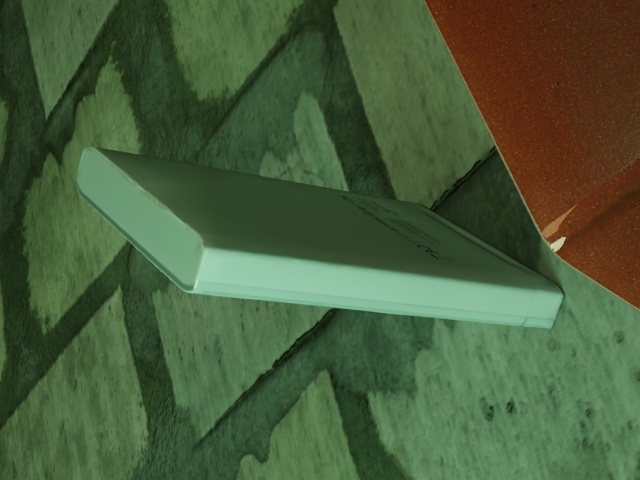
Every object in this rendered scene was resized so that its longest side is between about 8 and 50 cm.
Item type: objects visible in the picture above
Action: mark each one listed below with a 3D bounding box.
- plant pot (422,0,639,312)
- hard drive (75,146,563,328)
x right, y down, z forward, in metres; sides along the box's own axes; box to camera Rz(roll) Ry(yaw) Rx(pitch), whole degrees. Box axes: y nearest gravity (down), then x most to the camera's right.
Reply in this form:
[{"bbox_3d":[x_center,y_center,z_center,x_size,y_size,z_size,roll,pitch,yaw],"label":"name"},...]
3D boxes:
[{"bbox_3d":[0.257,-0.117,0.897,0.235,0.267,0.267,-37,52,21],"label":"plant pot"},{"bbox_3d":[0.000,0.000,1.136,0.233,0.353,0.047,35,112,52],"label":"hard drive"}]
